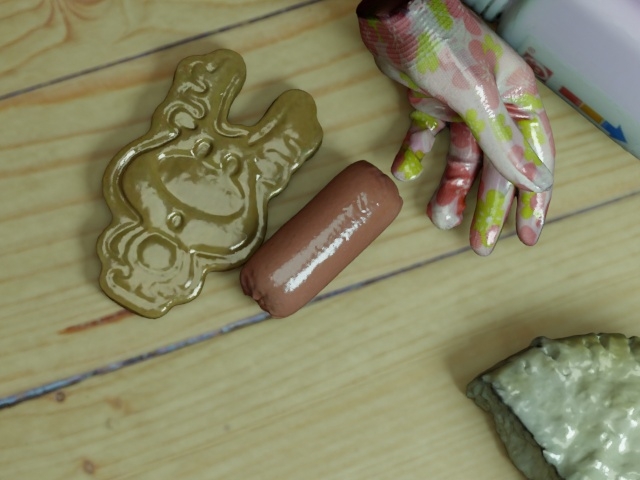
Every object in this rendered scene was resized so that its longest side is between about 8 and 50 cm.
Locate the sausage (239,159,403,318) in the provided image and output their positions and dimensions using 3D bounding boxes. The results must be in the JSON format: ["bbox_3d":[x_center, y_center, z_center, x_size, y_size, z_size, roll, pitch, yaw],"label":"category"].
[{"bbox_3d":[0.000,0.000,1.640,0.154,0.062,0.062,-43,87,-12],"label":"sausage"}]

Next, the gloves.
[{"bbox_3d":[0.125,-0.106,1.636,0.241,0.145,0.126,53,49,-21],"label":"gloves"}]

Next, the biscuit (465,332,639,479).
[{"bbox_3d":[0.259,0.172,1.590,0.179,0.084,0.281,-44,72,-1],"label":"biscuit"}]

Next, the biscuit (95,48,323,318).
[{"bbox_3d":[-0.104,-0.045,1.654,0.144,0.040,0.236,29,77,5],"label":"biscuit"}]

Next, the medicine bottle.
[{"bbox_3d":[0.230,-0.193,1.652,0.254,0.152,0.152,41,79,2],"label":"medicine bottle"}]
